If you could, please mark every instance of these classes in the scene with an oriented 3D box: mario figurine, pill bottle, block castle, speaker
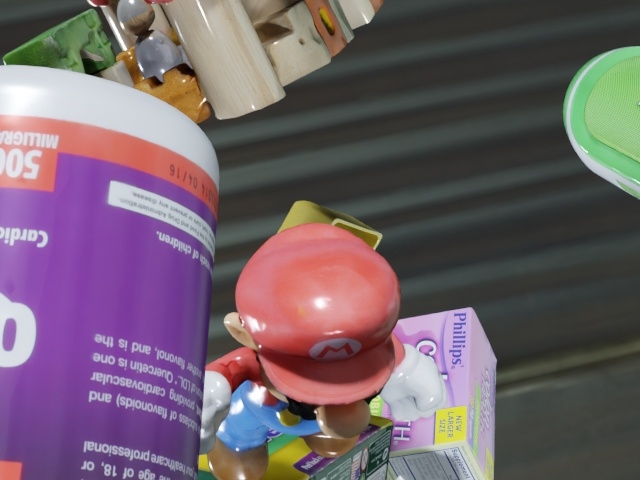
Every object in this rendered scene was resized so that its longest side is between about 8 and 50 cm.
[{"bbox_3d":[-0.008,0.121,1.107,0.170,0.198,0.320,33,156,8],"label":"mario figurine"},{"bbox_3d":[-0.149,0.090,0.736,0.181,0.181,0.323,100,173,-71],"label":"pill bottle"},{"bbox_3d":[-0.140,-0.218,1.260,0.213,0.303,0.453,65,-159,-14],"label":"block castle"},{"bbox_3d":[0.308,-0.082,1.233,0.296,0.131,0.131,-131,29,-68],"label":"speaker"}]

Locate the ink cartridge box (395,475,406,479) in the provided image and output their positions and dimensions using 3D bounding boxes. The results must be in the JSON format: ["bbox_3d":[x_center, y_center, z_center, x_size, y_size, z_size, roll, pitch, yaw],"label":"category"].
[{"bbox_3d":[0.118,0.346,1.737,0.198,0.067,0.115,41,170,20],"label":"ink cartridge box"}]

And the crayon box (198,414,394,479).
[{"bbox_3d":[-0.125,0.227,1.514,0.363,0.313,0.106,-10,-71,-72],"label":"crayon box"}]

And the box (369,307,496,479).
[{"bbox_3d":[0.092,0.219,1.896,0.213,0.243,0.117,-82,-26,-43],"label":"box"}]

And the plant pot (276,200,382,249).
[{"bbox_3d":[0.000,0.000,1.631,0.083,0.081,0.081,40,105,42],"label":"plant pot"}]
